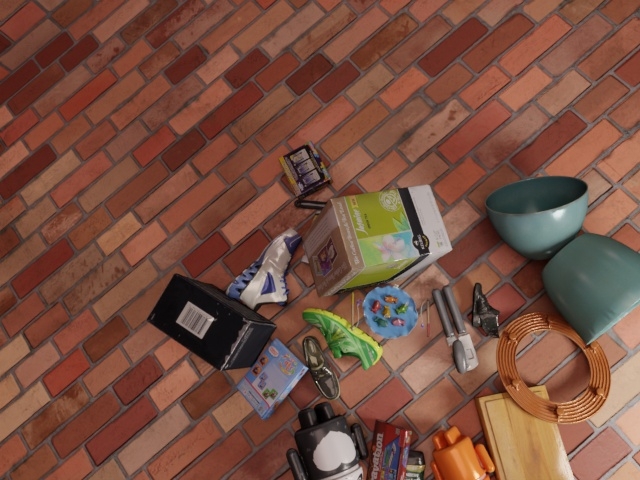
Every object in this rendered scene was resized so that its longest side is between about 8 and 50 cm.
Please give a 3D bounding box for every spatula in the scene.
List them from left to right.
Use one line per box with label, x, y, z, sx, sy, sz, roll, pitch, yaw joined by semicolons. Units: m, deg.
spatula;0.051;-0.123;1.785;0.297;0.030;0.084;3;80;11

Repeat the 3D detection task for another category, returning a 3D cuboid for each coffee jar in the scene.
coffee jar;0.271;0.732;1.518;0.096;0.079;0.184;-2;76;10

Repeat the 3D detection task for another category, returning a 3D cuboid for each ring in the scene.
ring;0.697;0.370;1.502;0.337;0.032;0.336;-1;62;2

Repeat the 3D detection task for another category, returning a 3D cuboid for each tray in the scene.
tray;0.607;0.647;1.460;0.203;0.076;0.410;-12;73;2

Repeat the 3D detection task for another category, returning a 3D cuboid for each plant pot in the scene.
plant pot;0.673;-0.056;1.555;0.290;0.290;0.195;-16;111;6
plant pot;0.801;0.120;1.470;0.293;0.293;0.235;-39;61;0

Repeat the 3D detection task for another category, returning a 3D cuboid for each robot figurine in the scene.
robot figurine;0.023;0.642;1.535;0.209;0.173;0.278;-23;73;12
robot figurine;0.415;0.666;1.482;0.158;0.128;0.219;-23;74;-9

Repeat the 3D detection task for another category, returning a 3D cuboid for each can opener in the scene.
can opener;0.427;0.277;1.596;0.074;0.093;0.280;-17;70;7

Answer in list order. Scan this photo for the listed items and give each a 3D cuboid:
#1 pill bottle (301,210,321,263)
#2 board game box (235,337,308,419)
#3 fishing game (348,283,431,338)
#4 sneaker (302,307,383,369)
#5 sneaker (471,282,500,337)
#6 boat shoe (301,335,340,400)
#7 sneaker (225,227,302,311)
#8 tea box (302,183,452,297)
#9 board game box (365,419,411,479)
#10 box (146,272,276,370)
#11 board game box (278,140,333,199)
pill bottle;0.000;0.000;1.728;0.103;0.103;0.184;20;81;14
board game box;-0.162;0.452;1.657;0.160;0.039;0.211;36;86;39
fishing game;0.228;0.224;1.627;0.264;0.041;0.189;8;58;1
sneaker;0.057;0.316;1.640;0.296;0.109;0.123;30;80;15
sneaker;0.531;0.223;1.608;0.089;0.051;0.170;5;82;11
boat shoe;-0.007;0.417;1.646;0.080;0.073;0.223;-25;74;4
sneaker;-0.152;0.125;1.728;0.182;0.127;0.315;42;82;3
tea box;0.153;0.009;1.529;0.324;0.329;0.220;-11;74;-21
board game box;0.196;0.701;1.518;0.027;0.145;0.281;17;77;-30
box;-0.338;0.269;1.627;0.296;0.294;0.182;30;86;16
board game box;-0.054;-0.254;1.827;0.141;0.048;0.170;-28;74;5
